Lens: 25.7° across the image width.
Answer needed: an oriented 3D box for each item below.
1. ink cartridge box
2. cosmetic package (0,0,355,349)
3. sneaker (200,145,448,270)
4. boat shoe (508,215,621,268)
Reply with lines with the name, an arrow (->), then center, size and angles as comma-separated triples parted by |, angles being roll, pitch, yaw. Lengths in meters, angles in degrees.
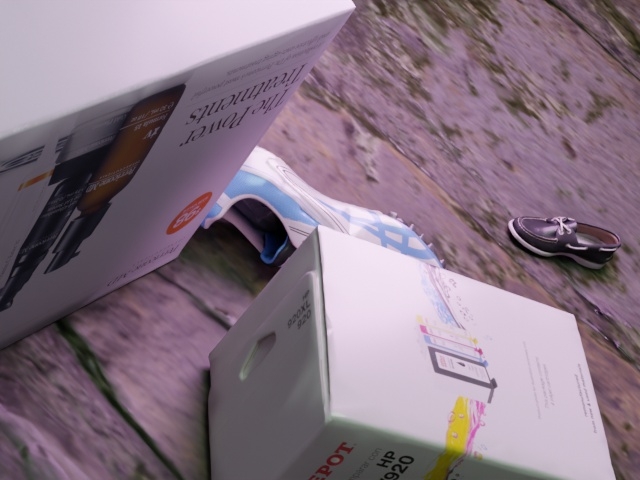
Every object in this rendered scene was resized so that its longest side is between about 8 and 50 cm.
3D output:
ink cartridge box -> 0.057, 0.131, 1.003 | 0.233, 0.171, 0.168 | 19, 42, -24
cosmetic package -> -0.174, -0.044, 0.898 | 0.097, 0.284, 0.377 | 49, 39, 9
sneaker -> 0.000, 0.000, 1.174 | 0.237, 0.085, 0.086 | 26, 66, -22
boat shoe -> 0.245, -0.005, 1.399 | 0.125, 0.038, 0.046 | 18, 42, -25
